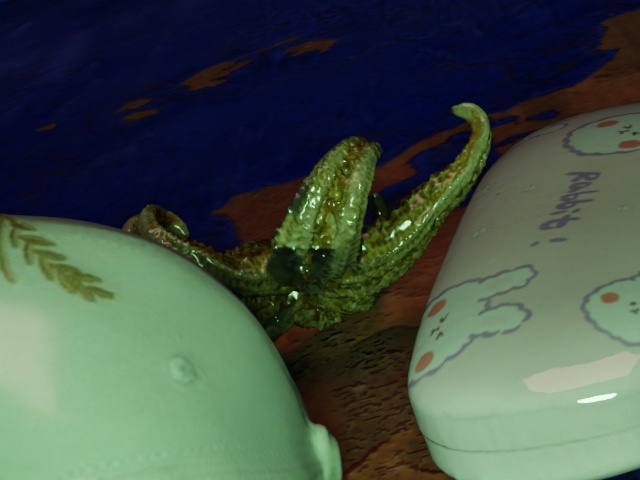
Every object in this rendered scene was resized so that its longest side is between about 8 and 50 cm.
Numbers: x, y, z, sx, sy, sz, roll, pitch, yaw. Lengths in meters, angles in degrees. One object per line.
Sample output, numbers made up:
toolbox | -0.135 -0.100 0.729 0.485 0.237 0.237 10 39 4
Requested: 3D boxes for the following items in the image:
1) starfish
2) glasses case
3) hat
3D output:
starfish | 0.001 -0.001 0.764 0.190 0.074 0.146 -22 -23 6
glasses case | 0.113 0.010 0.660 0.113 0.075 0.297 -12 21 20
hat | -0.138 0.025 0.599 0.168 0.301 0.258 -39 18 8
